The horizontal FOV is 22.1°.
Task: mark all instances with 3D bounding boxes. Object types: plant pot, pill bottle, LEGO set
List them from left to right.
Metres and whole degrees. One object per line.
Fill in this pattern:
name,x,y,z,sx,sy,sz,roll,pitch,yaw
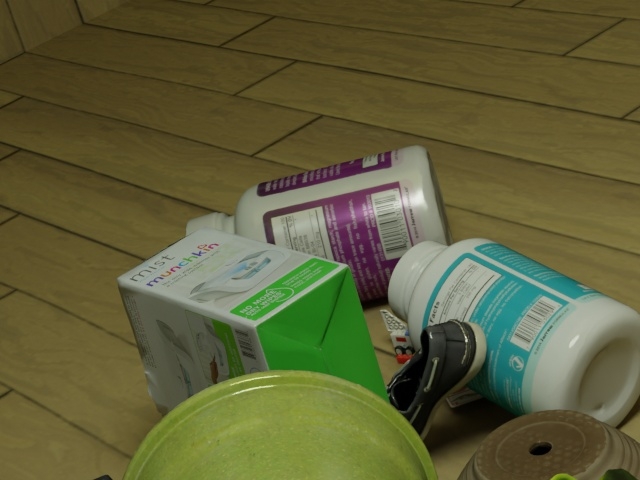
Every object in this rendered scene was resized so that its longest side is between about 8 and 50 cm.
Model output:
plant pot,-0.017,0.270,1.252,0.276,0.276,0.254,-19,17,-3
pill bottle,0.000,0.000,1.958,0.302,0.169,0.169,-13,25,8
LEGO set,0.171,0.106,1.766,0.244,0.060,0.182,-19,22,-4
pill bottle,0.188,0.087,1.636,0.146,0.146,0.264,-31,39,-27
plant pot,0.203,0.225,1.436,0.237,0.109,0.237,-15,25,7

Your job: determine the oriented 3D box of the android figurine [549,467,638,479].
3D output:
android figurine,0.145,0.288,1.245,0.273,0.056,0.248,-52,4,38

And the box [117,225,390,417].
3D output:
box,-0.057,0.143,1.593,0.127,0.262,0.231,-32,28,-30

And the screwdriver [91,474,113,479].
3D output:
screwdriver,-0.296,0.290,1.724,0.170,0.025,0.024,-23,25,-13

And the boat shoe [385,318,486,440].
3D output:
boat shoe,0.082,0.146,1.597,0.065,0.206,0.075,8,48,-32
